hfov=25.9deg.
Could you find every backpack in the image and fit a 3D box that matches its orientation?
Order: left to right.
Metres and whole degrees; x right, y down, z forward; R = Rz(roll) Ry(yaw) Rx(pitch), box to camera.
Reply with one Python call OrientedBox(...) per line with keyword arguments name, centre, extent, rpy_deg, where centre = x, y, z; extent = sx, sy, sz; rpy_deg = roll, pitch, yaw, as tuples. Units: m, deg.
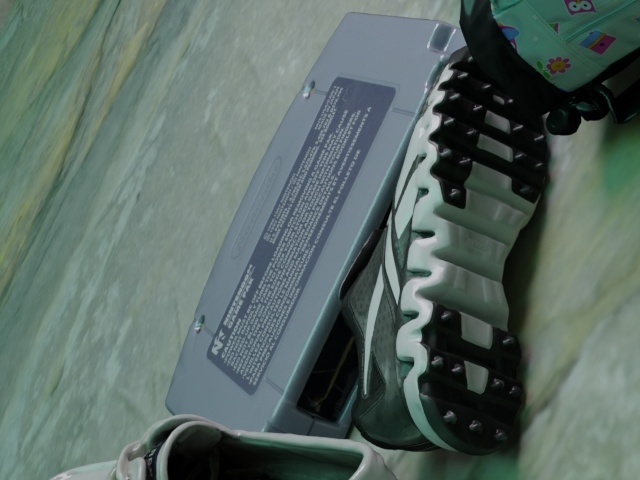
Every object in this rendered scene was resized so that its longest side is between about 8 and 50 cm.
OrientedBox(name="backpack", centre=(0.150, -0.151, 0.638), extent=(0.182, 0.115, 0.152), rpy_deg=(-29, 40, 48))

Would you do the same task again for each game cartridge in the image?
OrientedBox(name="game cartridge", centre=(0.000, 0.000, 0.871), extent=(0.294, 0.060, 0.196), rpy_deg=(-65, 28, 1))

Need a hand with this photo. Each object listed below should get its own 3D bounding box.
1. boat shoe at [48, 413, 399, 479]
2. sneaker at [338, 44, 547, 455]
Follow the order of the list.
OrientedBox(name="boat shoe", centre=(-0.066, 0.135, 0.722), extent=(0.267, 0.088, 0.096), rpy_deg=(0, 36, 42))
OrientedBox(name="sneaker", centre=(0.056, 0.005, 0.724), extent=(0.106, 0.078, 0.234), rpy_deg=(-27, 47, 50))
